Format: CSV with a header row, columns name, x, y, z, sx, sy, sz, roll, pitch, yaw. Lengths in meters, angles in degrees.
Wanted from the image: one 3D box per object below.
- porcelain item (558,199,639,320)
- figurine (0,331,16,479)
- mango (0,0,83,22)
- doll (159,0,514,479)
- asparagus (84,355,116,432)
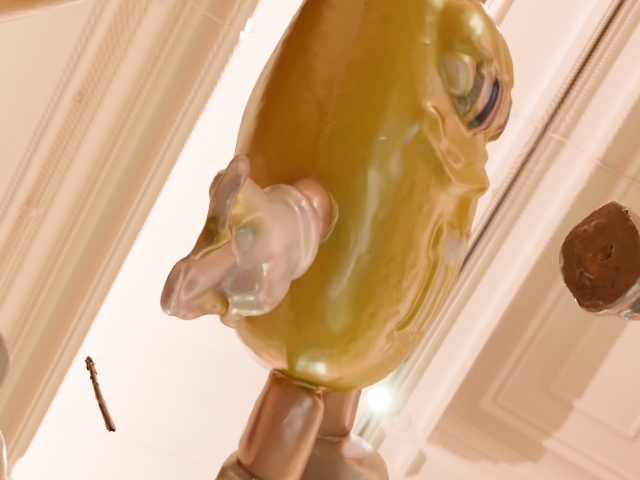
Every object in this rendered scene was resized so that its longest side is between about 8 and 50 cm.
name,x,y,z,sx,sy,sz,roll,pitch,yaw
porcelain item,0.280,0.049,0.717,0.216,0.081,0.069,25,-56,-31
figurine,-0.244,0.134,0.608,0.132,0.132,0.153,-50,-130,12
mango,-0.237,-0.301,0.706,0.446,0.232,0.300,-28,-125,-17
doll,0.001,0.025,0.572,0.161,0.348,0.423,17,-49,16
asparagus,-0.269,0.184,1.140,0.013,0.166,0.016,-45,-55,2
